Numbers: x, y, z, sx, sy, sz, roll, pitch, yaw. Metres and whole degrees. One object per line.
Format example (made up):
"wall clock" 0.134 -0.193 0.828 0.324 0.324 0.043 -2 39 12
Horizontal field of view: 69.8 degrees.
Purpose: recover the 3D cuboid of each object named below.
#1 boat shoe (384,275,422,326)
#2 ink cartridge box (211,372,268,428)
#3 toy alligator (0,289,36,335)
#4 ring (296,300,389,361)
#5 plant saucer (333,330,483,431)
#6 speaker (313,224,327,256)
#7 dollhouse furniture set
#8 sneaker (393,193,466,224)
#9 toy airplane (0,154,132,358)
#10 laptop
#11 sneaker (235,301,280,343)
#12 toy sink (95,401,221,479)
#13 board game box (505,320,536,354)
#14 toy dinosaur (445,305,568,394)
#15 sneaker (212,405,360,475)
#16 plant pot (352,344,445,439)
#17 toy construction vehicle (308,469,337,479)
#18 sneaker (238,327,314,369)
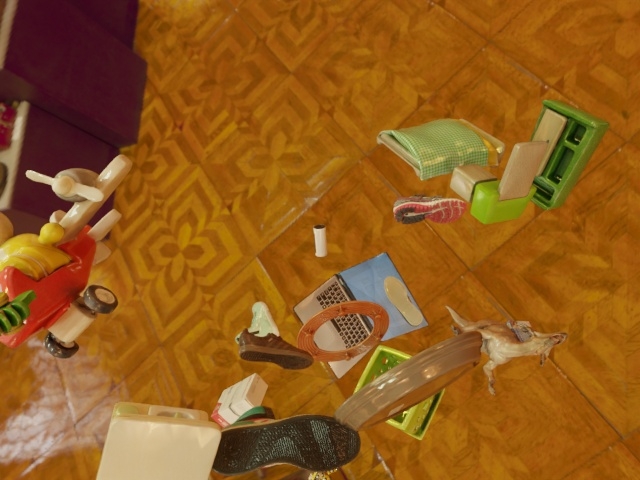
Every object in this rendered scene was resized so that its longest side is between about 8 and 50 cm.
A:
"boat shoe" 0.296 0.227 1.677 0.075 0.065 0.206 -29 67 -9
"ink cartridge box" -0.218 0.434 1.245 0.135 0.099 0.056 -34 106 26
"toy alligator" -0.446 0.122 0.592 0.051 0.189 0.056 2 118 29
"ring" 0.084 0.329 1.592 0.336 0.336 0.032 -34 43 15
"plant saucer" 0.151 0.238 0.751 0.277 0.278 0.041 -37 63 13
"speaker" 0.000 0.000 2.018 0.055 0.055 0.136 11 118 29
"dollhouse furniture set" 0.261 -0.181 0.769 0.301 0.197 0.151 52 143 44
"sneaker" 0.453 -0.146 1.904 0.299 0.121 0.112 0 42 3
"toy airplane" -0.542 0.020 0.891 0.384 0.272 0.386 -15 47 45
"laptop" 0.173 0.324 1.953 0.408 0.236 0.382 -36 100 -27
"sneaker" -0.259 0.320 1.737 0.151 0.094 0.256 -14 25 -18
"toy sink" -0.258 0.339 0.709 0.131 0.152 0.234 -132 58 -67
"board game box" 0.532 0.254 1.196 0.020 0.090 0.090 -48 47 39
"toy dinosaur" 0.441 0.241 1.131 0.200 0.127 0.295 -22 23 -13
"sneaker" -0.074 0.412 0.951 0.295 0.178 0.124 -1 80 -4
"plant pot" 0.278 0.524 1.560 0.228 0.207 0.227 13 64 44
"toy construction vehicle" 0.007 0.712 1.399 0.035 0.085 0.098 42 120 40
"sneaker" -0.098 0.245 1.059 0.066 0.188 0.071 -48 35 34
